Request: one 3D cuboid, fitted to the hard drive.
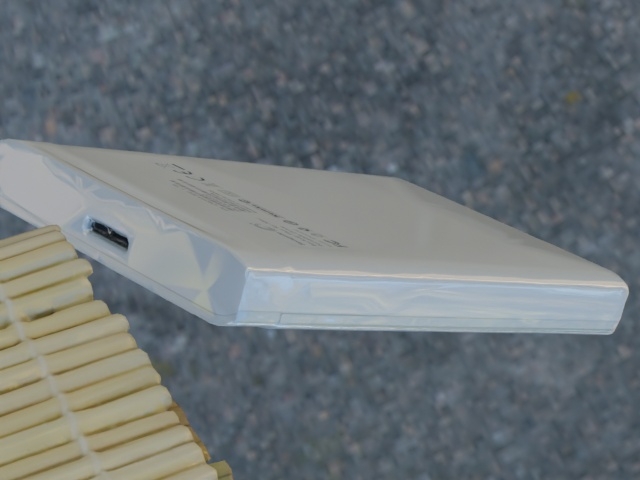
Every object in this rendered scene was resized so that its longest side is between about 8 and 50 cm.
[{"bbox_3d":[0.000,0.000,1.062,0.307,0.203,0.040,4,106,-47],"label":"hard drive"}]

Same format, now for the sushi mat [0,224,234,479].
[{"bbox_3d":[-0.155,0.083,0.355,0.316,0.151,0.019,-17,136,-29],"label":"sushi mat"}]
